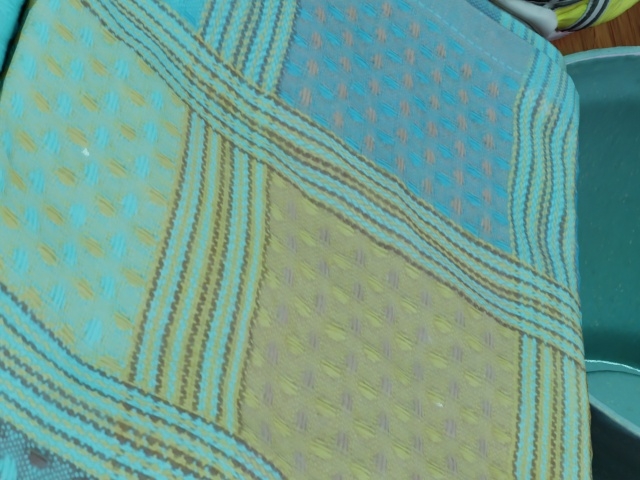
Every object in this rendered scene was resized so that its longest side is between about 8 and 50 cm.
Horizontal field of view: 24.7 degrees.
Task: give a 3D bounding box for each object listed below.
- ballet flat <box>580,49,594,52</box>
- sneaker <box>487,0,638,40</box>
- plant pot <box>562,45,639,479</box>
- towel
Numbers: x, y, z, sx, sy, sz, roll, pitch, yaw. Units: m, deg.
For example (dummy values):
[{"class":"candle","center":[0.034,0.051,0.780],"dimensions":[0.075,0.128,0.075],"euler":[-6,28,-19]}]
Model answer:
[{"class":"ballet flat","center":[0.214,-0.062,0.993],"dimensions":[0.168,0.052,0.057],"euler":[54,44,-42]},{"class":"sneaker","center":[0.139,-0.194,0.796],"dimensions":[0.385,0.147,0.145],"euler":[-3,87,-60]},{"class":"plant pot","center":[0.186,0.069,0.749],"dimensions":[0.293,0.293,0.196],"euler":[-56,167,-45]},{"class":"towel","center":[0.000,0.000,0.479],"dimensions":[0.271,0.040,0.370],"euler":[34,40,-27]}]
